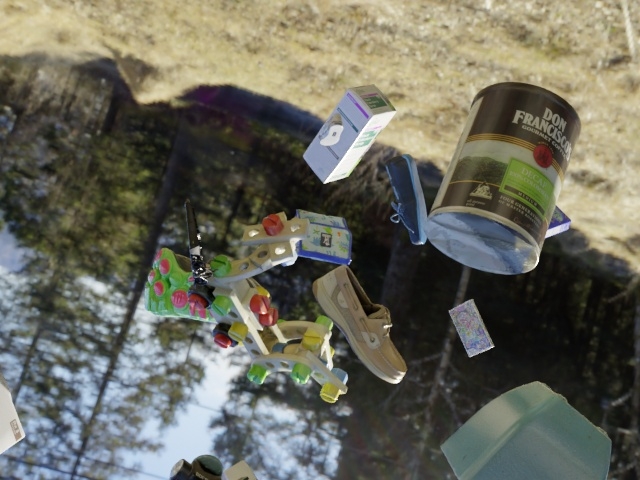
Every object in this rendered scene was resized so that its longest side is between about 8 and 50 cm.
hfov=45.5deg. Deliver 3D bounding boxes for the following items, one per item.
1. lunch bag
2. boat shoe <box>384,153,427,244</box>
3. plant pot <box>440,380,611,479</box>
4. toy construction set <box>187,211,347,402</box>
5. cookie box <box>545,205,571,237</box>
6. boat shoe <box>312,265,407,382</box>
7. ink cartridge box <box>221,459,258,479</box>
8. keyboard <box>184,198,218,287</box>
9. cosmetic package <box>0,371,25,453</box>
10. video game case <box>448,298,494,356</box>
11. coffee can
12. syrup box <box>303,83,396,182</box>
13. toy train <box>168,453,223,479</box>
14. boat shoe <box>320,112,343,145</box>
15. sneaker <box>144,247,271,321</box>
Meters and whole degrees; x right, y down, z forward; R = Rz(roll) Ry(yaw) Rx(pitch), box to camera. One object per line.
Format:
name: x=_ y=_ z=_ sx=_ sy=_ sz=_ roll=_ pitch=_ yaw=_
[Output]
lunch bag: x=0.000 y=0.000 z=1.795 sx=0.129 sy=0.096 sz=0.151 roll=10 pitch=-149 yaw=-14
boat shoe: x=0.241 y=-0.114 z=2.150 sx=0.089 sy=0.258 sz=0.109 roll=-8 pitch=-173 yaw=22
plant pot: x=0.433 y=0.433 z=1.543 sx=0.248 sy=0.252 sz=0.247 roll=40 pitch=180 yaw=-1
toy construction set: x=-0.080 y=0.110 z=1.213 sx=0.215 sy=0.151 sz=0.327 roll=7 pitch=125 yaw=29
cookie box: x=0.631 y=-0.056 z=2.146 sx=0.107 sy=0.091 sz=0.040 roll=-19 pitch=139 yaw=-17
boat shoe: x=0.122 y=0.213 z=1.902 sx=0.341 sy=0.110 sz=0.121 roll=51 pitch=-161 yaw=-15
ink cartridge box: x=-0.149 y=0.537 z=1.566 sx=0.056 sy=0.099 sz=0.135 roll=-20 pitch=-128 yaw=-32
keyboard: x=-0.167 y=0.016 z=1.081 sx=0.038 sy=0.100 sz=0.192 roll=-6 pitch=164 yaw=-9
cosmetic package: x=-0.764 y=0.334 z=1.378 sx=0.385 sy=0.217 sz=0.156 roll=-20 pitch=-176 yaw=13
video game case: x=0.360 y=0.210 z=1.830 sx=0.011 sy=0.122 sz=0.087 roll=-14 pitch=165 yaw=-34
coffee can: x=0.321 y=-0.107 z=1.342 sx=0.202 sy=0.275 sz=0.201 roll=21 pitch=158 yaw=9
syrup box: x=0.067 y=-0.253 z=1.813 sx=0.093 sy=0.096 sz=0.237 roll=-21 pitch=158 yaw=-46
toy train: x=-0.233 y=0.636 z=1.750 sx=0.334 sy=0.190 sz=0.142 roll=40 pitch=-168 yaw=-18
boat shoe: x=0.022 y=-0.222 z=1.521 sx=0.035 sy=0.035 sz=0.100 roll=4 pitch=161 yaw=-11
sneaker: x=-0.307 y=0.139 z=1.992 sx=0.202 sy=0.185 sz=0.483 roll=22 pitch=175 yaw=-39
